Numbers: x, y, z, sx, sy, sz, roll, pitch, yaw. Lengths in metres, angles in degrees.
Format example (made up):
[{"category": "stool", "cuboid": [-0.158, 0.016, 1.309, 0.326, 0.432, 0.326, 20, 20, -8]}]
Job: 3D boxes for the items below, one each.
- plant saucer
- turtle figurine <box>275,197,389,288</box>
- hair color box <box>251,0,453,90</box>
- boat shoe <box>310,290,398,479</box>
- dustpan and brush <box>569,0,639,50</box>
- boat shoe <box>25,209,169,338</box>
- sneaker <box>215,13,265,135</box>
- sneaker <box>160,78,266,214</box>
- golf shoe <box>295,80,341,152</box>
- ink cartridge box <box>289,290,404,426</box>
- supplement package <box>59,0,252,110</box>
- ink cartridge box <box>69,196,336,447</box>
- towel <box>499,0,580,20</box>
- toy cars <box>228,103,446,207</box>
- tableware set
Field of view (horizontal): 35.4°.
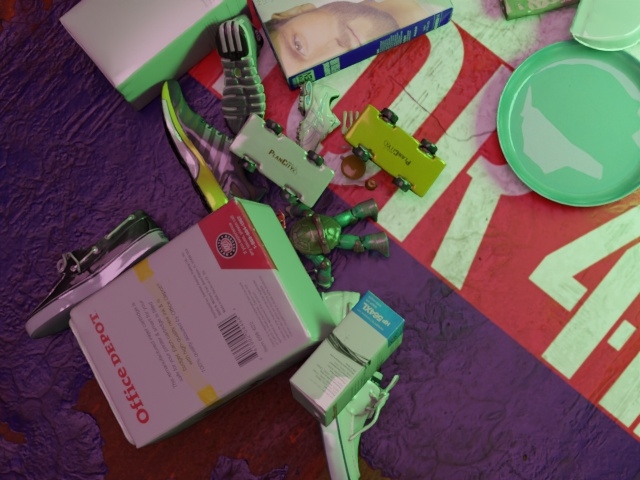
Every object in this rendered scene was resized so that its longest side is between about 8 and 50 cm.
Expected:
[{"category": "plant saucer", "cuboid": [0.487, -0.218, 1.877, 0.317, 0.044, 0.318, 0, 83, 2]}, {"category": "turtle figurine", "cuboid": [0.000, 0.000, 1.845, 0.234, 0.118, 0.175, -13, 83, -4]}, {"category": "hair color box", "cuboid": [0.058, -0.439, 1.889, 0.338, 0.110, 0.185, -24, 84, 2]}, {"category": "boat shoe", "cuboid": [0.067, 0.268, 1.810, 0.156, 0.136, 0.367, -7, 74, -1]}, {"category": "dustpan and brush", "cuboid": [0.581, -0.402, 1.865, 0.211, 0.060, 0.147, 20, 79, 9]}, {"category": "boat shoe", "cuboid": [-0.430, 0.057, 1.856, 0.306, 0.113, 0.105, -40, 77, -5]}, {"category": "sneaker", "cuboid": [-0.136, -0.319, 1.897, 0.086, 0.132, 0.229, 4, 120, 12]}, {"category": "sneaker", "cuboid": [-0.208, -0.173, 1.884, 0.121, 0.111, 0.300, -28, 89, -11]}, {"category": "golf shoe", "cuboid": [-0.004, -0.211, 1.889, 0.086, 0.069, 0.176, 6, 87, -5]}, {"category": "ink cartridge box", "cuboid": [0.045, 0.202, 1.683, 0.086, 0.148, 0.203, 40, 75, 14]}, {"category": "supplement package", "cuboid": [-0.300, -0.414, 1.866, 0.293, 0.177, 0.175, -40, 83, -3]}, {"category": "ink cartridge box", "cuboid": [-0.206, 0.145, 1.756, 0.384, 0.160, 0.279, -32, 78, 15]}, {"category": "towel", "cuboid": [0.464, -0.599, 1.923, 0.324, 0.056, 0.312, -13, 86, -1]}, {"category": "toy cars", "cuboid": [0.028, -0.156, 1.829, 0.393, 0.087, 0.177, -5, 98, -8]}, {"category": "tableware set", "cuboid": [0.088, -0.172, 1.901, 0.104, 0.024, 0.154, 1, 82, -4]}]
